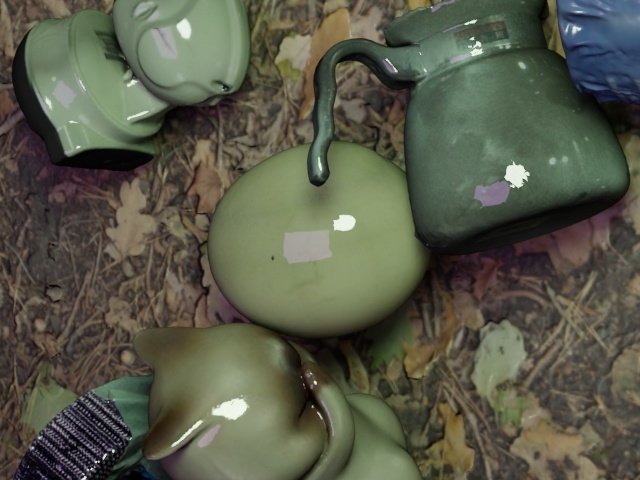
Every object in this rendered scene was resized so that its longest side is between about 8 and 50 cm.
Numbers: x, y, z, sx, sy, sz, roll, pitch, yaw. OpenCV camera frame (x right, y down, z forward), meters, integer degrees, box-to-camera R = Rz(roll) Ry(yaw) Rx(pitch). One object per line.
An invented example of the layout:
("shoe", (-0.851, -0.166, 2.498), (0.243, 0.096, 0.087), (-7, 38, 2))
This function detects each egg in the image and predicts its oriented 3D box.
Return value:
("egg", (0.000, 0.000, 1.848), (0.269, 0.219, 0.219), (-4, 97, 28))

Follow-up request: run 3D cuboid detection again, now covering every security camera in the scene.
("security camera", (-0.205, -0.218, 1.962), (0.277, 0.197, 0.191), (-26, 76, 27))

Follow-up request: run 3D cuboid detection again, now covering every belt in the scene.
("belt", (-0.242, 0.283, 2.003), (0.122, 0.325, 0.260), (34, 91, 25))

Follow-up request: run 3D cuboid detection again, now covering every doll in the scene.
("doll", (-0.033, 0.229, 1.850), (0.226, 0.370, 0.215), (-24, 44, 18))

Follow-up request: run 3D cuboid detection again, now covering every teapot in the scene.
("teapot", (0.138, -0.135, 1.728), (0.305, 0.223, 0.285), (-16, 81, 9))

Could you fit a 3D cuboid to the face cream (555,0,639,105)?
("face cream", (0.365, -0.239, 1.556), (0.225, 0.249, 0.249), (13, 106, 35))
